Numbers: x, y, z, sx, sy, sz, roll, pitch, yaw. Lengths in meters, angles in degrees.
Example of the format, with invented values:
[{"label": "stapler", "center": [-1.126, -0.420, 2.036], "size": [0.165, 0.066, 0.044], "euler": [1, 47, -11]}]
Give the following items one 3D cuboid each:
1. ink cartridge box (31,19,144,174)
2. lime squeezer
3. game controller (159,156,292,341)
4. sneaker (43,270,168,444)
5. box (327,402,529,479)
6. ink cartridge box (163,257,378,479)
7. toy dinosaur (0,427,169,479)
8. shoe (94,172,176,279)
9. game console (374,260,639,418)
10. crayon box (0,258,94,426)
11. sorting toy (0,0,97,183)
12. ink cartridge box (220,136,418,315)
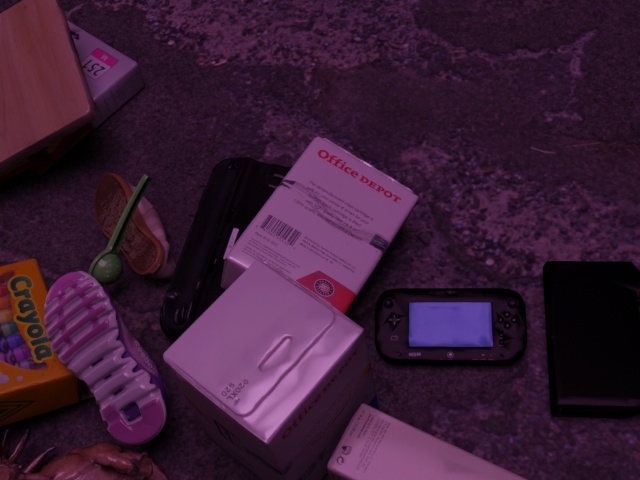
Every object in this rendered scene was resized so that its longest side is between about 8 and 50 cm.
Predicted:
[{"label": "ink cartridge box", "center": [-0.477, -0.265, 1.575], "size": [0.275, 0.060, 0.239], "euler": [33, 66, 25]}, {"label": "lime squeezer", "center": [-0.286, 0.063, 1.300], "size": [0.110, 0.058, 0.311], "euler": [-13, 73, 38]}, {"label": "game controller", "center": [-0.114, 0.016, 1.347], "size": [0.166, 0.067, 0.319], "euler": [16, 60, 1]}, {"label": "sneaker", "center": [-0.269, 0.148, 1.204], "size": [0.095, 0.104, 0.236], "euler": [-31, 86, 7]}, {"label": "box", "center": [0.150, 0.301, 1.083], "size": [0.275, 0.113, 0.094], "euler": [22, 63, 22]}, {"label": "ink cartridge box", "center": [-0.051, 0.174, 1.120], "size": [0.168, 0.233, 0.171], "euler": [32, 66, 25]}, {"label": "toy dinosaur", "center": [-0.306, 0.298, 1.154], "size": [0.295, 0.200, 0.127], "euler": [-5, 95, -20]}, {"label": "shoe", "center": [-0.277, -0.019, 1.392], "size": [0.076, 0.058, 0.219], "euler": [-47, 53, 15]}, {"label": "game console", "center": [0.251, 0.126, 1.224], "size": [0.361, 0.044, 0.213], "euler": [-1, 57, 8]}, {"label": "crayon box", "center": [-0.455, 0.146, 1.228], "size": [0.322, 0.083, 0.203], "euler": [-15, 55, -25]}, {"label": "sorting toy", "center": [-0.481, -0.229, 1.484], "size": [0.255, 0.089, 0.257], "euler": [-27, 66, 10]}, {"label": "ink cartridge box", "center": [0.000, 0.000, 1.278], "size": [0.172, 0.100, 0.237], "euler": [31, 62, 6]}]
